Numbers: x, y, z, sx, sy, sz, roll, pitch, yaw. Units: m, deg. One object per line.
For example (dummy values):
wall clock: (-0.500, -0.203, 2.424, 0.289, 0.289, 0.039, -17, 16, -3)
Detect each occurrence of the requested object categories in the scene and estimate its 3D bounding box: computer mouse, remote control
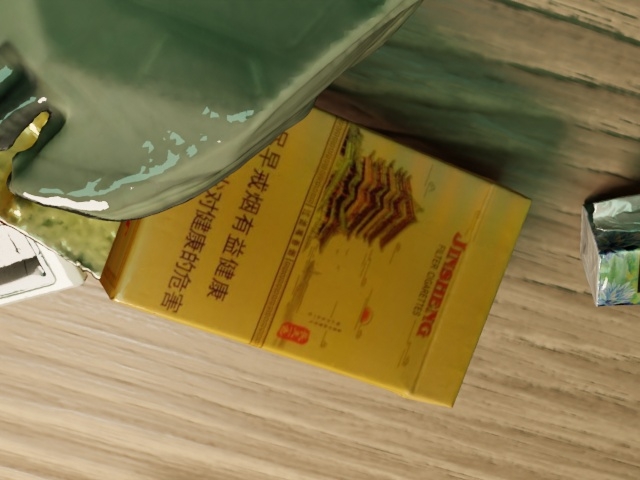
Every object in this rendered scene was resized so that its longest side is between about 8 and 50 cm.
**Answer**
computer mouse: (-0.038, -0.191, 0.590, 0.429, 0.145, 0.228, -41, 88, -1)
remote control: (-0.339, 0.020, 0.828, 0.277, 0.056, 0.103, -14, 121, 12)

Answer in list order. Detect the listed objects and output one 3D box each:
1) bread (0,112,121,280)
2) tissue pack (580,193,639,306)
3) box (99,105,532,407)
bread: (-0.165, -0.100, 0.693, 0.240, 0.135, 0.178, 36, 119, -21)
tissue pack: (0.264, -0.002, 0.761, 0.110, 0.085, 0.079, -3, 120, 7)
box: (0.000, 0.000, 0.716, 0.274, 0.076, 0.174, 20, 93, -21)
